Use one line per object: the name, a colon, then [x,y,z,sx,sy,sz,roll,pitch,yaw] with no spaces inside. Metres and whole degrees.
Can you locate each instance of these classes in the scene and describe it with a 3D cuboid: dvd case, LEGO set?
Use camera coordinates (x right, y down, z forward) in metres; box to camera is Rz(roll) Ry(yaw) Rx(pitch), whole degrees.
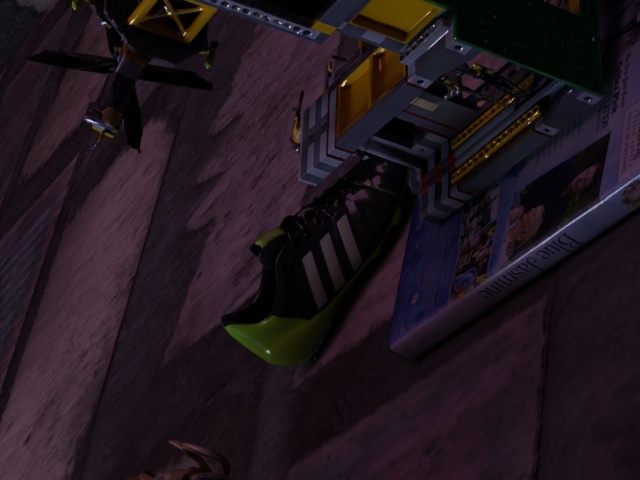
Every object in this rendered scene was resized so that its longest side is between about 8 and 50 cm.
dvd case: [0.129,-0.055,0.954,0.253,0.022,0.180,-40,28,46]
LEGO set: [0.002,-0.152,0.951,0.192,0.331,0.255,-40,49,49]

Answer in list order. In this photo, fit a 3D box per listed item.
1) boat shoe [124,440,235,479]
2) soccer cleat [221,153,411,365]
boat shoe: [-0.041,0.177,0.963,0.089,0.104,0.285,-59,30,-8]
soccer cleat: [0.000,0.000,1.117,0.179,0.072,0.060,-60,20,5]
